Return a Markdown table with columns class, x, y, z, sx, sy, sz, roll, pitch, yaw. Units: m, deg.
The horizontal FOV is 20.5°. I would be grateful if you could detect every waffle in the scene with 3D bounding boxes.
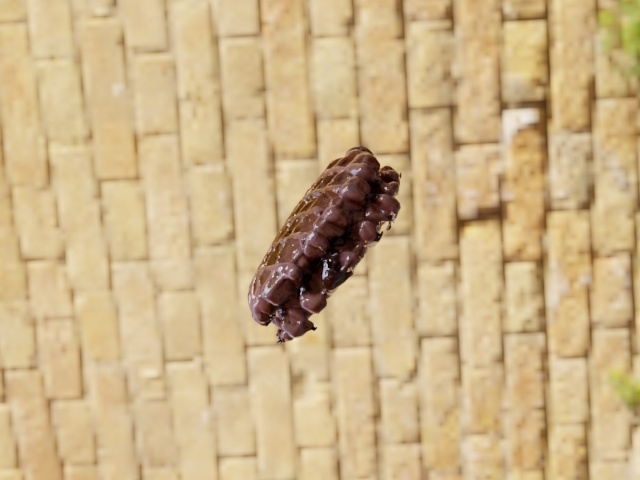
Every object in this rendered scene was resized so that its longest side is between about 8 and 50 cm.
| class | x | y | z | sx | sy | sz | roll | pitch | yaw |
| --- | --- | --- | --- | --- | --- | --- | --- | --- | --- |
| waffle | 0.000 | 0.000 | 0.654 | 0.075 | 0.029 | 0.083 | -49 | 10 | 19 |
